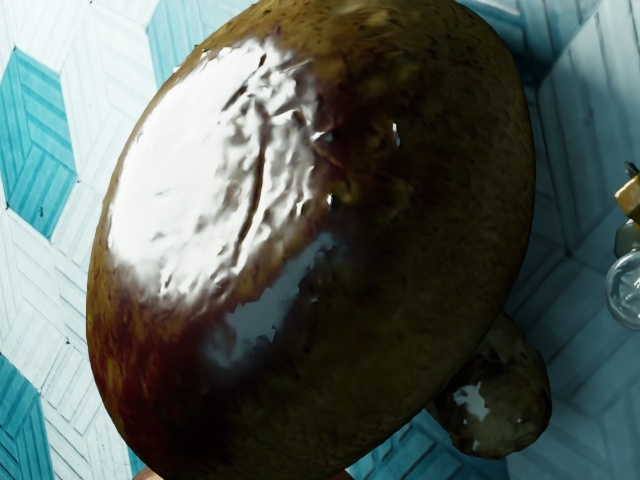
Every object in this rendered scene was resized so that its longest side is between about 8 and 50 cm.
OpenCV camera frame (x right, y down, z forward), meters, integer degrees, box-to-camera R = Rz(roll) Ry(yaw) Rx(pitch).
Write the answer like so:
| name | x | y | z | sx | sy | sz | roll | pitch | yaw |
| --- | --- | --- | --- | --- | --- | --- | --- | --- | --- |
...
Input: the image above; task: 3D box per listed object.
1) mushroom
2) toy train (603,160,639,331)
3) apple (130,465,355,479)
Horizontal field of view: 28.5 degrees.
| name | x | y | z | sx | sy | sz | roll | pitch | yaw |
| --- | --- | --- | --- | --- | --- | --- | --- | --- | --- |
| mushroom | -0.016 | -0.010 | 0.794 | 0.345 | 0.345 | 0.239 | 44 | 172 | 36 |
| toy train | 0.228 | 0.034 | 0.620 | 0.127 | 0.089 | 0.219 | -44 | 63 | 34 |
| apple | -0.051 | 0.239 | 0.896 | 0.230 | 0.230 | 0.230 | 13 | 107 | 49 |
